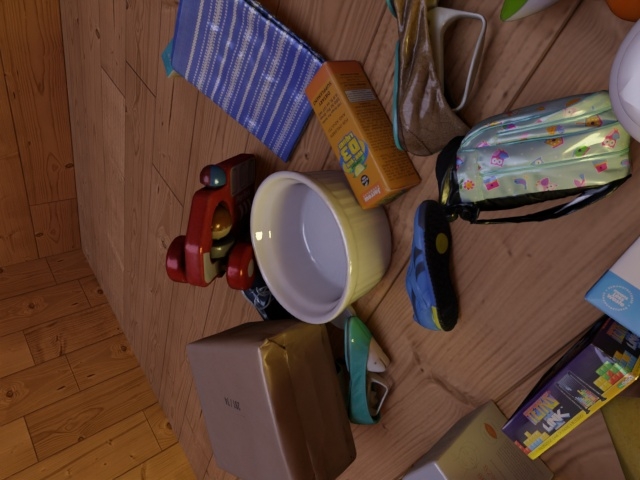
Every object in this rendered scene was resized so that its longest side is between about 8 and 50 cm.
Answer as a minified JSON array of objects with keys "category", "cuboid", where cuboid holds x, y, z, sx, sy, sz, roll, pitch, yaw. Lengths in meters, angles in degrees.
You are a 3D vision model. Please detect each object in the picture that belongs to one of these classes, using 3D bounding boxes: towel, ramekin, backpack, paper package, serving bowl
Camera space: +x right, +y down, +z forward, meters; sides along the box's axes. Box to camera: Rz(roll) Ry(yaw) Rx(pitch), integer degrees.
[{"category":"towel","cuboid":[-0.153,-0.338,0.800,0.336,0.040,0.243,40,137,3]},{"category":"ramekin","cuboid":[0.000,0.000,0.767,0.277,0.135,0.278,22,121,43]},{"category":"backpack","cuboid":[0.233,-0.091,0.455,0.181,0.152,0.115,-6,109,38]},{"category":"paper package","cuboid":[-0.113,0.332,0.863,0.324,0.168,0.310,-15,88,48]},{"category":"serving bowl","cuboid":[0.041,0.145,0.851,0.083,0.027,0.084,24,138,24]}]

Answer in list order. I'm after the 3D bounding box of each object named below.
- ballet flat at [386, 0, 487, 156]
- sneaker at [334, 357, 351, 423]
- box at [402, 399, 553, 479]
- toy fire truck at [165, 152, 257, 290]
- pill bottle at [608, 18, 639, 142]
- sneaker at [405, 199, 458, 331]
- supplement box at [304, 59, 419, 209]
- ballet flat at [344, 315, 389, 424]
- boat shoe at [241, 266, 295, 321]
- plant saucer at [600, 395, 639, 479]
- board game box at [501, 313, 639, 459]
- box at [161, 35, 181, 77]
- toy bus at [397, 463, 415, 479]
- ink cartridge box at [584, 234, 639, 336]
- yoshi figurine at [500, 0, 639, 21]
[{"category":"ballet flat","cuboid":[0.143,-0.283,0.521,0.123,0.116,0.343,-2,103,29]},{"category":"sneaker","cuboid":[-0.029,0.315,0.961,0.255,0.094,0.151,6,107,45]},{"category":"box","cuboid":[0.230,0.346,0.602,0.130,0.170,0.091,52,136,23]},{"category":"toy fire truck","cuboid":[-0.207,-0.046,0.881,0.169,0.302,0.254,6,111,11]},{"category":"pill bottle","cuboid":[0.297,-0.126,0.303,0.117,0.214,0.118,22,121,43]},{"category":"sneaker","cuboid":[0.160,0.041,0.648,0.082,0.069,0.210,5,108,53]},{"category":"supplement box","cuboid":[0.065,-0.172,0.670,0.078,0.080,0.234,-36,78,52]},{"category":"ballet flat","cuboid":[0.095,0.260,0.814,0.087,0.083,0.248,4,111,17]},{"category":"boat shoe","cuboid":[-0.122,0.149,1.001,0.079,0.095,0.255,-31,82,52]},{"category":"plant saucer","cuboid":[0.450,0.306,0.335,0.332,0.081,0.333,-10,112,50]},{"category":"board game box","cuboid":[0.298,0.156,0.472,0.048,0.141,0.171,44,133,30]},{"category":"box","cuboid":[-0.271,-0.450,0.937,0.244,0.100,0.060,-12,96,51]},{"category":"toy bus","cuboid":[0.191,0.461,0.742,0.104,0.201,0.191,-123,22,-67]},{"category":"ink cartridge box","cuboid":[0.349,0.016,0.372,0.104,0.060,0.180,43,111,31]},{"category":"yoshi figurine","cuboid":[0.171,-0.351,0.348,0.362,0.203,0.203,36,101,18]}]
